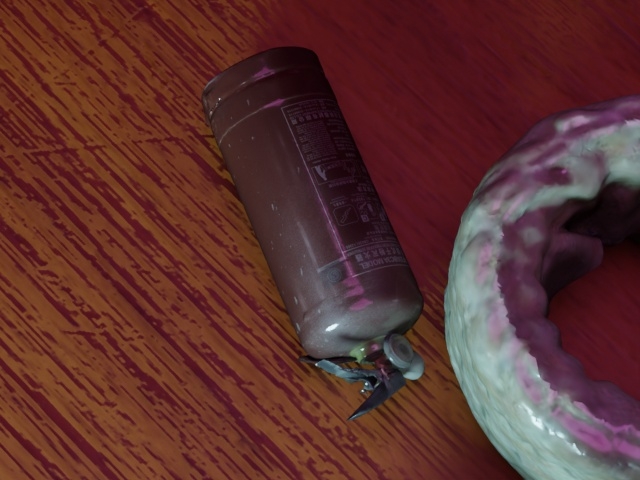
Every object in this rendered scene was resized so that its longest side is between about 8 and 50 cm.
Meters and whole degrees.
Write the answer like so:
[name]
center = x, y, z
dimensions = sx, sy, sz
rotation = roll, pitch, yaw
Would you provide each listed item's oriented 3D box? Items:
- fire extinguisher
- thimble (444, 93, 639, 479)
[fire extinguisher]
center = 0.000, 0.000, 1.374
dimensions = 0.104, 0.105, 0.269
rotation = -20, 73, -8
[thimble]
center = 0.232, 0.048, 1.312
dimensions = 0.291, 0.195, 0.292
rotation = 0, 71, 0
